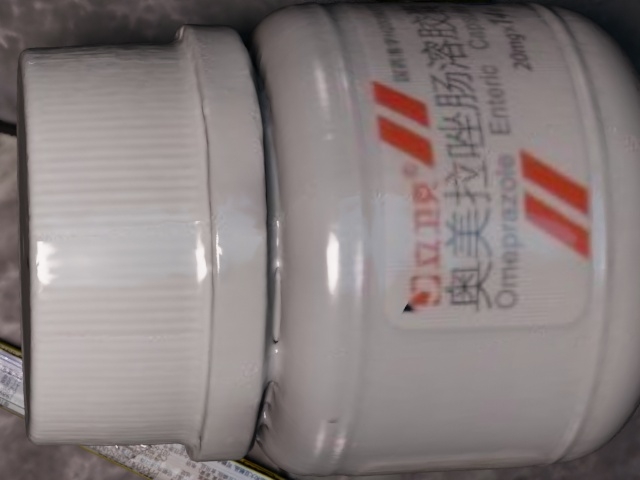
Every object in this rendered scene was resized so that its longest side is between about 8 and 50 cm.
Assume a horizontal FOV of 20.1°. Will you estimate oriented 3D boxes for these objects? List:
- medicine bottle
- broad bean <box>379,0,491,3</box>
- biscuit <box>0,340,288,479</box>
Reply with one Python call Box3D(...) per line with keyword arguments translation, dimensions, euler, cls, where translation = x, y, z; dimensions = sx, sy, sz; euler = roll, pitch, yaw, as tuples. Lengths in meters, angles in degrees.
Box3D(translation=(0.000, 0.000, 0.930), dimensions=(0.306, 0.245, 0.245), euler=(-2, 92, -11), cls="medicine bottle")
Box3D(translation=(-0.002, -0.249, 1.021), dimensions=(0.144, 0.049, 0.292), euler=(-20, 95, -12), cls="broad bean")
Box3D(translation=(-0.103, 0.114, 1.022), dimensions=(0.292, 0.026, 0.048), euler=(28, 90, -11), cls="biscuit")
